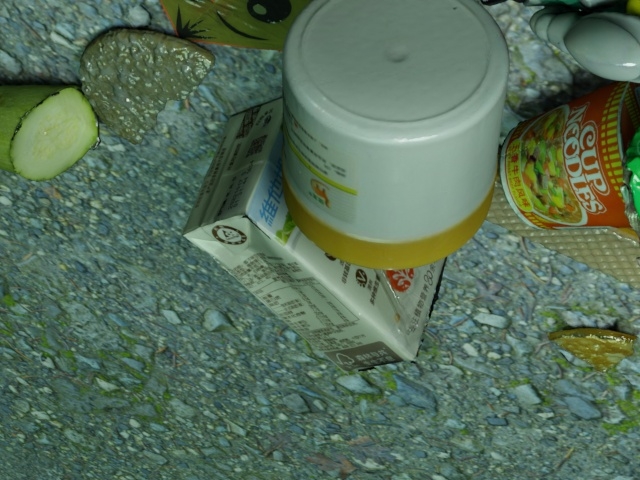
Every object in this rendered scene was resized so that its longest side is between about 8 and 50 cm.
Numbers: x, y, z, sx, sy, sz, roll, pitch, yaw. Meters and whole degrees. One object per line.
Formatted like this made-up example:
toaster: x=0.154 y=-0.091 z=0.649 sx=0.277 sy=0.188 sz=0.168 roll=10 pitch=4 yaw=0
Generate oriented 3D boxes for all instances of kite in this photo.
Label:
kite: x=-0.083 y=-0.287 z=1.693 sx=0.378 sy=0.013 sz=0.327 roll=30 pitch=148 yaw=-21

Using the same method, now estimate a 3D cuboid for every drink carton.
drink carton: x=0.000 y=0.000 z=1.916 sx=0.132 sy=0.194 sz=0.324 roll=-16 pitch=133 yaw=41

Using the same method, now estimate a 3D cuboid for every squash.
squash: x=-0.444 y=-0.145 z=2.003 sx=0.288 sy=0.137 sz=0.137 roll=5 pitch=146 yaw=24

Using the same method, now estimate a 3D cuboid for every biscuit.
biscuit: x=0.273 y=-0.037 z=1.840 sx=0.379 sy=0.054 sz=0.094 roll=24 pitch=149 yaw=-6
biscuit: x=-0.233 y=-0.200 z=1.892 sx=0.133 sy=0.032 sz=0.250 roll=32 pitch=148 yaw=-17

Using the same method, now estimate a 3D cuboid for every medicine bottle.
medicine bottle: x=0.075 y=-0.126 z=1.638 sx=0.238 sy=0.238 sz=0.232 roll=14 pitch=145 yaw=10

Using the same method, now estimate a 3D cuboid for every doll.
doll: x=0.267 y=-0.235 z=1.445 sx=0.258 sy=0.153 sz=0.195 roll=-29 pitch=96 yaw=46

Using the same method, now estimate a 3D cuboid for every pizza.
pizza: x=0.375 y=0.148 z=2.093 sx=0.123 sy=0.026 sz=0.108 roll=3 pitch=147 yaw=21

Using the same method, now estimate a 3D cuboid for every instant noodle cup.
instant noodle cup: x=0.310 y=-0.089 z=1.644 sx=0.193 sy=0.193 sz=0.212 roll=37 pitch=153 yaw=-26

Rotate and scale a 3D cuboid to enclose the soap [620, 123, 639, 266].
soap: x=0.380 y=-0.113 z=1.473 sx=0.098 sy=0.273 sz=0.218 roll=12 pitch=148 yaw=34
